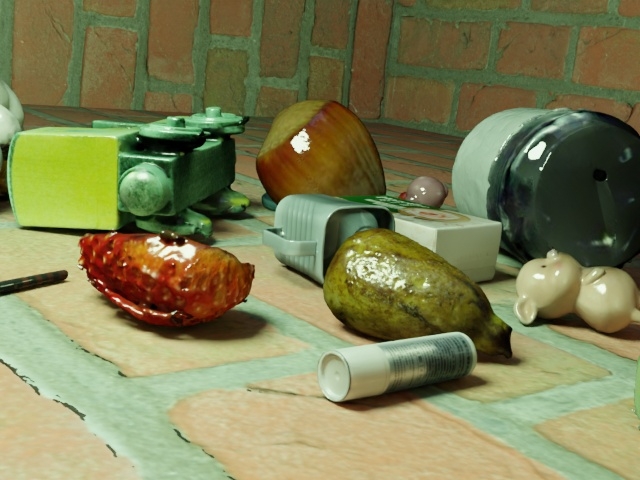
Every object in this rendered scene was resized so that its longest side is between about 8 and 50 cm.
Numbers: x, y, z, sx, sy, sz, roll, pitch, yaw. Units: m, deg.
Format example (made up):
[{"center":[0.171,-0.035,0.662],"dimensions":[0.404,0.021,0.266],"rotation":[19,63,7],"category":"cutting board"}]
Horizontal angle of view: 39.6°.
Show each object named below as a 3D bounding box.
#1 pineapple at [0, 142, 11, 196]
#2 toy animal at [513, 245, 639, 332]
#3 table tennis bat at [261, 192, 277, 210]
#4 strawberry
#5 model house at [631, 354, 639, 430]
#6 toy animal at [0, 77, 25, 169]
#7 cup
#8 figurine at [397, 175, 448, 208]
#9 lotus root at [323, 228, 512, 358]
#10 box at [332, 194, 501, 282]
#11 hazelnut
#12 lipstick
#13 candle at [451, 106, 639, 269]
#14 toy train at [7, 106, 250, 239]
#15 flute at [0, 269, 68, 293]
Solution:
[{"center":[-0.461,-0.109,1.345],"dimensions":[0.225,0.076,0.225],"rotation":[4,11,-1],"category":"pineapple"},{"center":[0.268,0.057,0.927],"dimensions":[0.150,0.089,0.083],"rotation":[9,-10,29],"category":"toy animal"},{"center":[0.003,-0.064,1.468],"dimensions":[0.201,0.033,0.124],"rotation":[3,17,-7],"category":"table tennis bat"},{"center":[-0.147,0.038,0.814],"dimensions":[0.188,0.082,0.121],"rotation":[3,-12,36],"category":"strawberry"},{"center":[0.280,0.116,0.647],"dimensions":[0.083,0.066,0.079],"rotation":[8,13,1],"category":"model house"},{"center":[-0.504,-0.132,1.154],"dimensions":[0.209,0.154,0.325],"rotation":[9,31,21],"category":"toy animal"},{"center":[0.000,0.000,1.008],"dimensions":[0.128,0.095,0.129],"rotation":[-4,12,-31],"category":"cup"},{"center":[0.180,-0.079,1.546],"dimensions":[0.083,0.066,0.071],"rotation":[-25,9,-39],"category":"figurine"},{"center":[0.090,0.051,0.815],"dimensions":[0.191,0.094,0.108],"rotation":[19,52,32],"category":"lotus root"},{"center":[0.105,-0.002,1.108],"dimensions":[0.199,0.081,0.135],"rotation":[19,17,42],"category":"box"},{"center":[0.009,-0.121,1.351],"dimensions":[0.210,0.186,0.210],"rotation":[-1,15,0],"category":"hazelnut"},{"center":[0.064,0.097,0.693],"dimensions":[0.141,0.040,0.040],"rotation":[-2,14,-38],"category":"lipstick"},{"center":[0.305,-0.077,1.236],"dimensions":[0.222,0.221,0.342],"rotation":[4,9,-12],"category":"candle"},{"center":[-0.244,-0.101,1.232],"dimensions":[0.253,0.160,0.397],"rotation":[3,12,8],"category":"toy train"},{"center":[-0.326,0.051,0.783],"dimensions":[0.014,0.014,0.270],"rotation":[12,13,28],"category":"flute"}]
